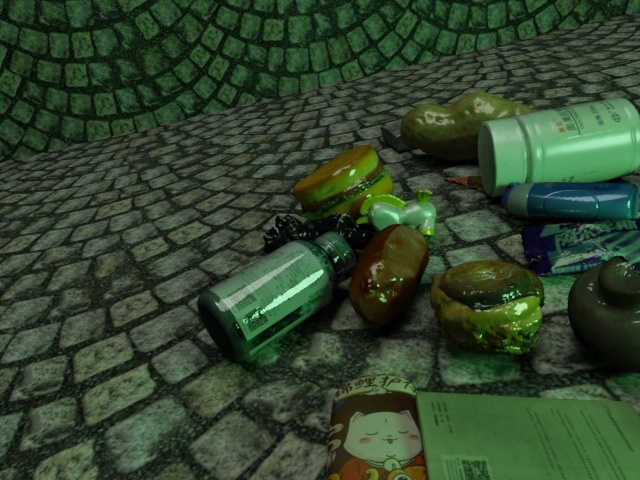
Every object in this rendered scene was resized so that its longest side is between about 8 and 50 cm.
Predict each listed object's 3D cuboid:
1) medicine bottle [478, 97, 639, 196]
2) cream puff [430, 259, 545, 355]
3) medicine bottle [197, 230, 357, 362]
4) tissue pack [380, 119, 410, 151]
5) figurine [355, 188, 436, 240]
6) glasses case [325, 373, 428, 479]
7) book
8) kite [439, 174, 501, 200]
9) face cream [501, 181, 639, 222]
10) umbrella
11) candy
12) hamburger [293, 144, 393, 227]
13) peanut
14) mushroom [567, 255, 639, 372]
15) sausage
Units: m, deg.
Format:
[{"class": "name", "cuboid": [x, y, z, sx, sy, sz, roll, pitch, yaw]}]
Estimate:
[{"class": "medicine bottle", "cuboid": [0.552, -0.217, 1.263, 0.332, 0.189, 0.190, -9, 28, 3]}, {"class": "cream puff", "cuboid": [0.267, 0.109, 0.837, 0.189, 0.129, 0.189, -11, 18, 4]}, {"class": "medicine bottle", "cuboid": [-0.070, 0.091, 0.983, 0.293, 0.141, 0.141, -31, 33, -26]}, {"class": "tissue pack", "cuboid": [0.280, -0.350, 1.766, 0.116, 0.065, 0.155, -17, 29, -5]}, {"class": "figurine", "cuboid": [0.166, -0.049, 1.173, 0.178, 0.129, 0.109, -11, 31, 2]}, {"class": "glasses case", "cuboid": [0.070, 0.284, 0.637, 0.122, 0.082, 0.321, -9, 27, 8]}, {"class": "book", "cuboid": [0.257, 0.257, 0.600, 0.283, 0.025, 0.215, 5, 30, 1]}, {"class": "kite", "cuboid": [0.436, -0.157, 1.403, 0.125, 0.008, 0.222, -22, 29, -23]}, {"class": "face cream", "cuboid": [0.519, -0.083, 1.130, 0.264, 0.083, 0.149, 7, 13, 38]}, {"class": "umbrella", "cuboid": [-0.001, 0.001, 1.163, 0.272, 0.122, 0.110, 0, 7, 38]}, {"class": "candy", "cuboid": [0.522, 0.012, 0.985, 0.275, 0.070, 0.145, -2, 36, 10]}, {"class": "hamburger", "cuboid": [0.061, -0.109, 1.279, 0.246, 0.170, 0.246, -31, 12, 7]}, {"class": "peanut", "cuboid": [0.417, -0.323, 1.522, 0.387, 0.192, 0.169, 1, 37, 23]}, {"class": "mushroom", "cuboid": [0.426, 0.116, 0.758, 0.117, 0.141, 0.188, -36, 26, 3]}, {"class": "sausage", "cuboid": [0.127, 0.058, 0.991, 0.133, 0.133, 0.258, 0, 27, 22]}]
